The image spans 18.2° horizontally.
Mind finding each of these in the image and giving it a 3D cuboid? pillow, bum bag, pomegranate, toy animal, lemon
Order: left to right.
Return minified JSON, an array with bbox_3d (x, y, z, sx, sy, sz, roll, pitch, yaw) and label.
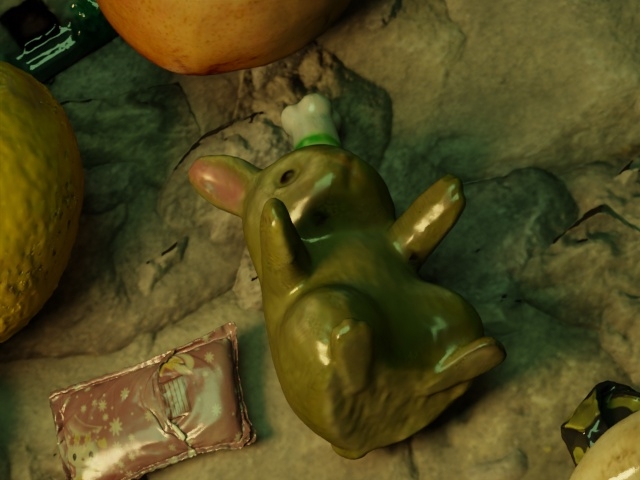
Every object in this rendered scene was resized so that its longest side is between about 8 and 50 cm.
[{"bbox_3d":[-0.339,-0.038,1.780,0.258,0.258,0.310,12,56,22],"label":"lemon"},{"bbox_3d":[-0.145,0.153,1.742,0.185,0.043,0.118,-20,64,9],"label":"pillow"},{"bbox_3d":[-0.088,-0.308,1.817,0.319,0.319,0.319,-7,60,13],"label":"pomegranate"},{"bbox_3d":[0.009,-0.004,1.697,0.181,0.180,0.363,-4,59,-28],"label":"toy animal"},{"bbox_3d":[0.300,0.177,1.581,0.232,0.060,0.107,10,71,22],"label":"bum bag"}]

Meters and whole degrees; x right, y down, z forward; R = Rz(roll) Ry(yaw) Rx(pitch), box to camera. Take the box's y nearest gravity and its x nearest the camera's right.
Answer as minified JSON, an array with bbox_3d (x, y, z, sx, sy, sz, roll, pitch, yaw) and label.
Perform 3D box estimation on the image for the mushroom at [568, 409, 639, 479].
[{"bbox_3d":[0.262,0.260,1.463,0.189,0.195,0.253,-45,72,24],"label":"mushroom"}]

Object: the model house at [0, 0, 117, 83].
[{"bbox_3d":[-0.330,-0.308,1.933,0.280,0.249,0.230,-35,59,-4],"label":"model house"}]
